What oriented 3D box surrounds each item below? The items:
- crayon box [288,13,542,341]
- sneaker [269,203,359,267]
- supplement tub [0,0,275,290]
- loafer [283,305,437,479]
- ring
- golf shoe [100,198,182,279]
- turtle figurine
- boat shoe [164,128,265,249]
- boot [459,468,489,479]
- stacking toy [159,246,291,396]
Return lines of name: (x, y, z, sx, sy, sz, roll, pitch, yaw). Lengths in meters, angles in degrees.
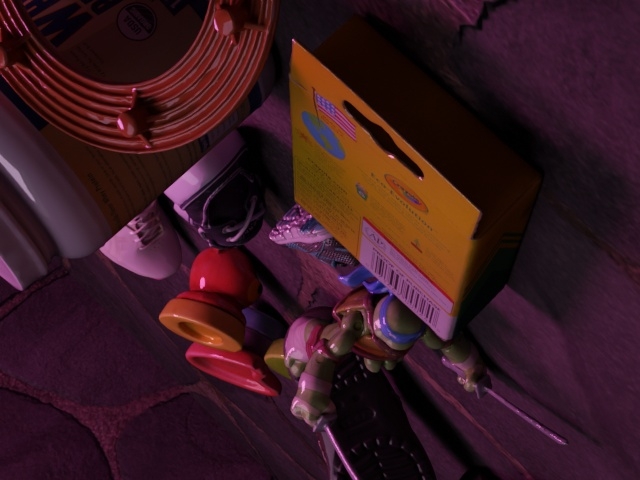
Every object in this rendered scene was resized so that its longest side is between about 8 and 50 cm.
crayon box: (0.071, -0.052, 1.283, 0.202, 0.081, 0.318, 44, 166, 13)
sneaker: (0.000, 0.000, 1.678, 0.076, 0.065, 0.166, 47, 168, -16)
supplement tub: (-0.223, -0.127, 1.456, 0.228, 0.316, 0.228, 43, 165, 14)
loafer: (0.059, 0.233, 1.980, 0.130, 0.133, 0.366, -93, -14, -71)
ring: (-0.176, -0.227, 1.224, 0.336, 0.032, 0.337, 14, 117, 30)
golf shoe: (-0.284, -0.046, 2.284, 0.140, 0.115, 0.306, 23, 154, 51)
turtle figurine: (0.064, 0.150, 1.622, 0.275, 0.198, 0.266, 53, 169, -7)
boat shoe: (-0.109, -0.044, 1.783, 0.102, 0.108, 0.301, 47, 168, 3)
boot: (0.224, 0.358, 1.923, 0.115, 0.112, 0.305, 24, 176, -10)
stacking toy: (-0.062, 0.125, 2.207, 0.279, 0.130, 0.309, 17, 163, 9)
